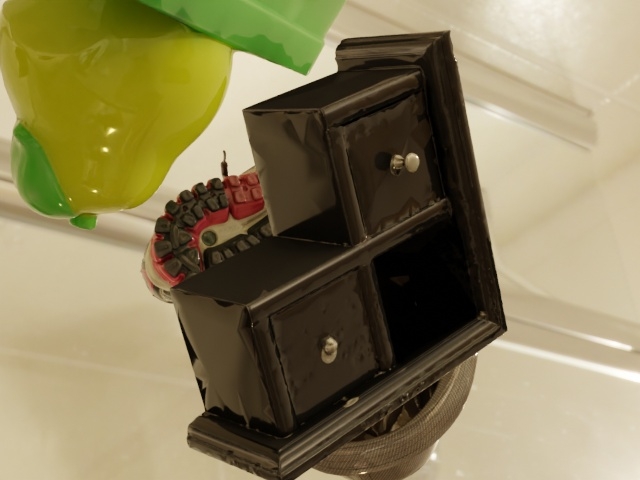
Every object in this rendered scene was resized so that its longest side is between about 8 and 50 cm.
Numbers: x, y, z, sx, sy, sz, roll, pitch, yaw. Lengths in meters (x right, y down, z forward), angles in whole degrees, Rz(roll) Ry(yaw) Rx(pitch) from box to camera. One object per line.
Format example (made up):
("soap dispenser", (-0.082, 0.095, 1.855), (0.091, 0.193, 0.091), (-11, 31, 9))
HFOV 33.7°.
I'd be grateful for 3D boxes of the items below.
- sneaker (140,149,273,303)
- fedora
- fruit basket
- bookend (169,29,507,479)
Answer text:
("sneaker", (-0.036, -0.035, 0.987), (0.121, 0.299, 0.112), (63, -27, 8))
("fedora", (0.064, 0.160, 1.180), (0.243, 0.124, 0.275), (-8, -135, 15))
("fruit basket", (-0.143, -0.211, 0.804), (0.283, 0.392, 0.392), (52, -56, 14))
("bookend", (0.000, 0.000, 0.490), (0.072, 0.156, 0.157), (8, -63, 48))
